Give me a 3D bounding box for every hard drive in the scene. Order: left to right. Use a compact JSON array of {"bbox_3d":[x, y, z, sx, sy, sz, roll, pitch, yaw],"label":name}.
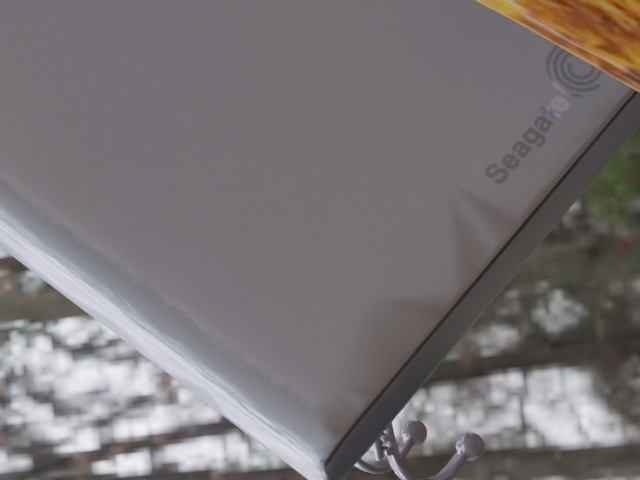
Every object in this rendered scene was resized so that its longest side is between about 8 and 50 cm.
[{"bbox_3d":[-0.055,-0.078,0.715,0.203,0.307,0.040,-48,-19,-20],"label":"hard drive"}]

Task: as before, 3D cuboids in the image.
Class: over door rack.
[{"bbox_3d":[0.000,0.000,1.337,0.108,0.239,0.324,-25,-85,-16],"label":"over door rack"}]

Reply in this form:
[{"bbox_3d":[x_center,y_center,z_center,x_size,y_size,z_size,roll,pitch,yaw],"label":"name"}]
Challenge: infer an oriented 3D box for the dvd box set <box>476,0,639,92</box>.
[{"bbox_3d":[0.189,-0.093,0.259,0.420,0.308,0.062,29,-136,-4],"label":"dvd box set"}]
